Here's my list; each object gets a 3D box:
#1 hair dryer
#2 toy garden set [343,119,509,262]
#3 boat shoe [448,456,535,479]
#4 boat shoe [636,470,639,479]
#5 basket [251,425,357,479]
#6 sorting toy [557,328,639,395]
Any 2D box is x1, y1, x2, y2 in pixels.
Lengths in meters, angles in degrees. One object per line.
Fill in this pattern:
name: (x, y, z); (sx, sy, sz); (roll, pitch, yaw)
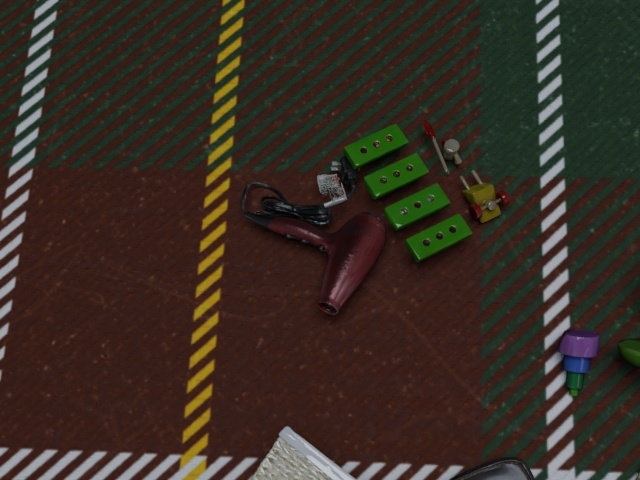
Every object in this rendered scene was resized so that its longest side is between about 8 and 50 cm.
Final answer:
hair dryer: (0.000, 0.000, 1.782); (0.224, 0.080, 0.293); (-19, 56, 0)
toy garden set: (0.187, -0.096, 1.800); (0.204, 0.049, 0.244); (-26, 69, -16)
boat shoe: (0.180, 0.447, 1.572); (0.355, 0.130, 0.132); (-32, 72, -8)
boat shoe: (0.553, 0.401, 1.611); (0.135, 0.050, 0.045); (32, 78, 24)
basket: (-0.015, 0.384, 1.618); (0.167, 0.113, 0.103); (35, 78, 15)
sorting toy: (0.551, 0.228, 1.623); (0.366, 0.127, 0.126); (7, 98, 24)
